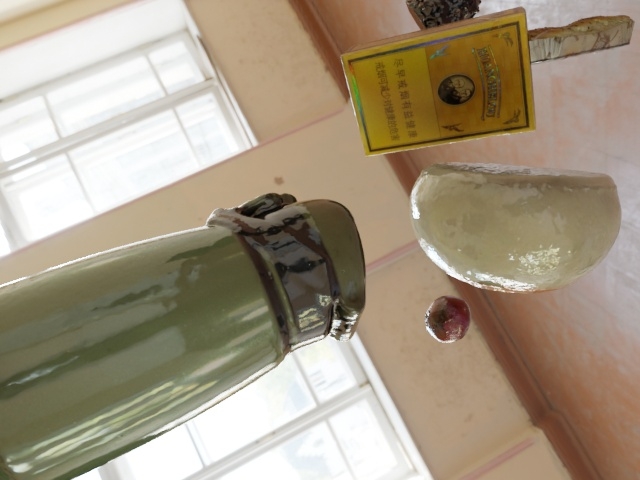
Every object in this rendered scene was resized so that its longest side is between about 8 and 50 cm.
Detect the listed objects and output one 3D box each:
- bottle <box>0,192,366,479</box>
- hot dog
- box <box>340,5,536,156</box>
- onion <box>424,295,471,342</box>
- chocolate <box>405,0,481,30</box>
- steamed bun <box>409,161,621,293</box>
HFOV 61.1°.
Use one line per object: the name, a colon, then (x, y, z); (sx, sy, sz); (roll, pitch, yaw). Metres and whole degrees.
bottle: (-0.114, 0.067, 0.482); (0.168, 0.347, 0.168); (53, 156, 37)
hot dog: (0.518, -0.416, 1.120); (0.144, 0.268, 0.075); (27, 132, 62)
box: (0.206, -0.266, 0.941); (0.084, 0.301, 0.192); (-62, -40, -54)
onion: (0.339, 0.209, 1.440); (0.131, 0.131, 0.131); (61, 170, 19)
chocolate: (0.279, -0.493, 1.168); (0.156, 0.133, 0.156); (50, -162, -23)
steamed bun: (0.268, -0.017, 0.775); (0.283, 0.283, 0.177); (-143, 55, -70)
